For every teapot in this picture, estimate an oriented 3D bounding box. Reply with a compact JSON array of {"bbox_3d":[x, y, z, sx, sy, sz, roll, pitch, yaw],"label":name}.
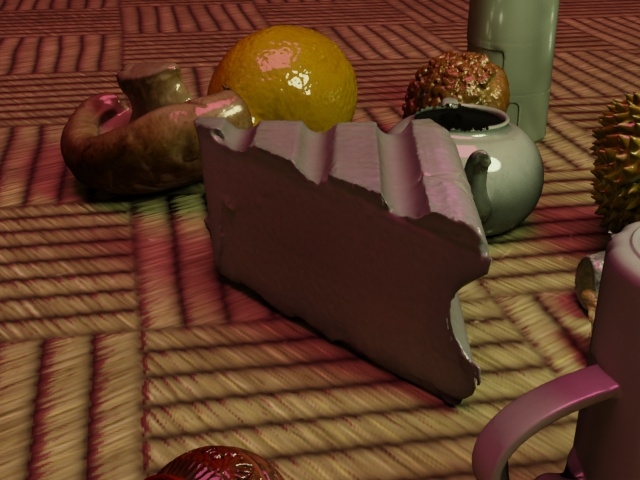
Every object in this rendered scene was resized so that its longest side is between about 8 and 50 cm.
[{"bbox_3d":[0.154,-0.085,1.066,0.193,0.129,0.294,1,24,0],"label":"teapot"}]

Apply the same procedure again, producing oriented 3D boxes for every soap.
[{"bbox_3d":[0.000,0.000,0.832,0.258,0.159,0.302,4,22,-1],"label":"soap"}]

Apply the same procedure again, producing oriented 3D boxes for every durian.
[{"bbox_3d":[0.358,-0.043,0.985,0.193,0.137,0.237,22,-12,25],"label":"durian"}]

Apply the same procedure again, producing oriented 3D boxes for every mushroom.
[{"bbox_3d":[-0.219,-0.120,1.135,0.286,0.156,0.151,6,33,42],"label":"mushroom"}]

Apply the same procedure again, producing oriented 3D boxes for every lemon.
[{"bbox_3d":[-0.050,-0.189,1.236,0.187,0.186,0.244,15,33,30],"label":"lemon"}]

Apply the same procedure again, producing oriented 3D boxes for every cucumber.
[{"bbox_3d":[0.292,0.036,0.885,0.112,0.064,0.064,-11,26,-19],"label":"cucumber"}]

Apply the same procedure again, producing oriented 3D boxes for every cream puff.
[{"bbox_3d":[0.173,-0.184,1.260,0.115,0.165,0.150,25,43,-22],"label":"cream puff"}]

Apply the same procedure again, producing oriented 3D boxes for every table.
[{"bbox_3d":[0.268,-0.256,1.344,0.126,0.220,0.126,1,25,0],"label":"table"}]

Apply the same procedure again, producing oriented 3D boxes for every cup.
[{"bbox_3d":[0.216,0.105,0.543,0.221,0.202,0.167,-19,28,-38],"label":"cup"}]

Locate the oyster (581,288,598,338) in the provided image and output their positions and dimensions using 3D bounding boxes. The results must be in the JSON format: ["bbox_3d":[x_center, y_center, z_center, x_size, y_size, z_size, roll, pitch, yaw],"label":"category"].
[{"bbox_3d":[0.288,0.097,0.778,0.122,0.045,0.146,11,22,-11],"label":"oyster"}]

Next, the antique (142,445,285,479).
[{"bbox_3d":[-0.058,0.166,0.533,0.104,0.104,0.104,0,24,0],"label":"antique"}]
